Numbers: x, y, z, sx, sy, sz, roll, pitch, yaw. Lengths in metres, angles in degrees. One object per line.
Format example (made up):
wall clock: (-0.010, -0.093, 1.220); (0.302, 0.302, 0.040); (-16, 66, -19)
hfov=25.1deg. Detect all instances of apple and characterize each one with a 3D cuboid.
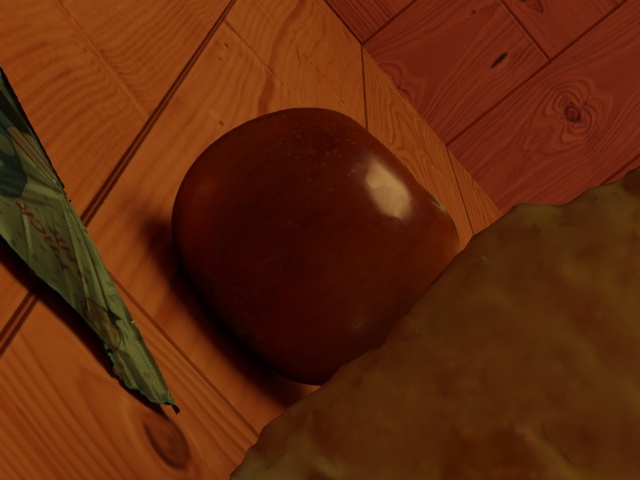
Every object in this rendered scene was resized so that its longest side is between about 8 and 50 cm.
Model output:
apple: (0.000, 0.000, 0.822); (0.163, 0.139, 0.163); (47, 14, -15)

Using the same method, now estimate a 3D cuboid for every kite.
kite: (-0.173, -0.045, 0.614); (0.335, 0.011, 0.314); (46, 12, -17)

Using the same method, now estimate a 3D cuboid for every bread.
bread: (0.207, 0.157, 0.592); (0.390, 0.279, 0.371); (47, -2, 15)
